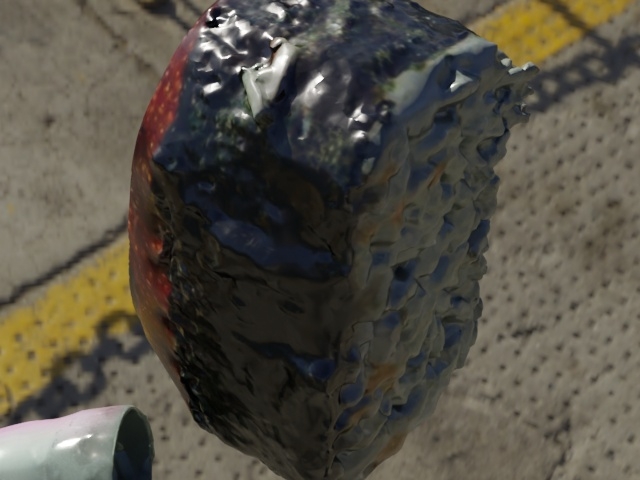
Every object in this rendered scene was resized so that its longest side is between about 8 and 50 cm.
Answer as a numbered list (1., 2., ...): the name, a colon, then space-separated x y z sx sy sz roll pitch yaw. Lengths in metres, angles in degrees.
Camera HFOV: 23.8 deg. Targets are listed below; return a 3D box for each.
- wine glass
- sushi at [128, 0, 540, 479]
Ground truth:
1. wine glass: -0.160 0.115 0.712 0.155 0.073 0.073 -2 54 6
2. sushi: 0.000 0.000 0.644 0.126 0.225 0.136 34 46 21
